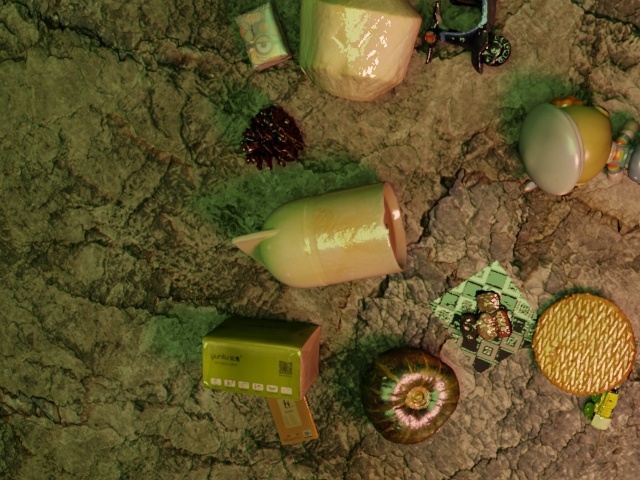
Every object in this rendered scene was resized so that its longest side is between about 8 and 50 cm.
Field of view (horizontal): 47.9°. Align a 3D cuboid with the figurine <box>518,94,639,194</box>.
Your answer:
[{"bbox_3d":[0.653,-0.216,1.654,0.382,0.205,0.224,0,112,14],"label":"figurine"}]

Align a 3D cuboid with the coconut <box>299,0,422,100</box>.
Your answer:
[{"bbox_3d":[0.088,-0.506,1.722,0.329,0.329,0.328,3,100,15],"label":"coconut"}]

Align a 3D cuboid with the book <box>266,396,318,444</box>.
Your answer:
[{"bbox_3d":[-0.084,0.500,2.080,0.118,0.012,0.172,-16,95,18],"label":"book"}]

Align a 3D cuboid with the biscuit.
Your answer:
[{"bbox_3d":[0.648,0.257,1.778,0.254,0.035,0.253,-4,82,32],"label":"biscuit"}]

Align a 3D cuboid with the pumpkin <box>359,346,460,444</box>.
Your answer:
[{"bbox_3d":[0.226,0.397,1.894,0.260,0.189,0.260,-1,95,-14],"label":"pumpkin"}]

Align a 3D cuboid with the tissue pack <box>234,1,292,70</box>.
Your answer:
[{"bbox_3d":[-0.149,-0.535,1.894,0.109,0.060,0.148,-18,95,16],"label":"tissue pack"}]

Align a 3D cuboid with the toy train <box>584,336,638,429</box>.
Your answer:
[{"bbox_3d":[0.727,0.344,1.792,0.053,0.085,0.249,16,104,-5],"label":"toy train"}]

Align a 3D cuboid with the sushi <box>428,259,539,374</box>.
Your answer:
[{"bbox_3d":[0.432,0.207,1.868,0.220,0.047,0.231,-36,89,18],"label":"sushi"}]

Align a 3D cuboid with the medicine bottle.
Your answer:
[{"bbox_3d":[0.000,0.000,1.854,0.406,0.236,0.235,-10,97,16],"label":"medicine bottle"}]

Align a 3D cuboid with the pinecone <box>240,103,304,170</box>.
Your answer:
[{"bbox_3d":[-0.136,-0.256,1.890,0.165,0.163,0.163,-37,88,27],"label":"pinecone"}]

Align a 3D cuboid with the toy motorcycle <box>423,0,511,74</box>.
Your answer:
[{"bbox_3d":[0.348,-0.576,1.723,0.213,0.125,0.358,1,98,24],"label":"toy motorcycle"}]

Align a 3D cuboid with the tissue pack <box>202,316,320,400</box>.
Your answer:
[{"bbox_3d":[-0.158,0.317,1.971,0.275,0.200,0.167,5,103,14],"label":"tissue pack"}]
